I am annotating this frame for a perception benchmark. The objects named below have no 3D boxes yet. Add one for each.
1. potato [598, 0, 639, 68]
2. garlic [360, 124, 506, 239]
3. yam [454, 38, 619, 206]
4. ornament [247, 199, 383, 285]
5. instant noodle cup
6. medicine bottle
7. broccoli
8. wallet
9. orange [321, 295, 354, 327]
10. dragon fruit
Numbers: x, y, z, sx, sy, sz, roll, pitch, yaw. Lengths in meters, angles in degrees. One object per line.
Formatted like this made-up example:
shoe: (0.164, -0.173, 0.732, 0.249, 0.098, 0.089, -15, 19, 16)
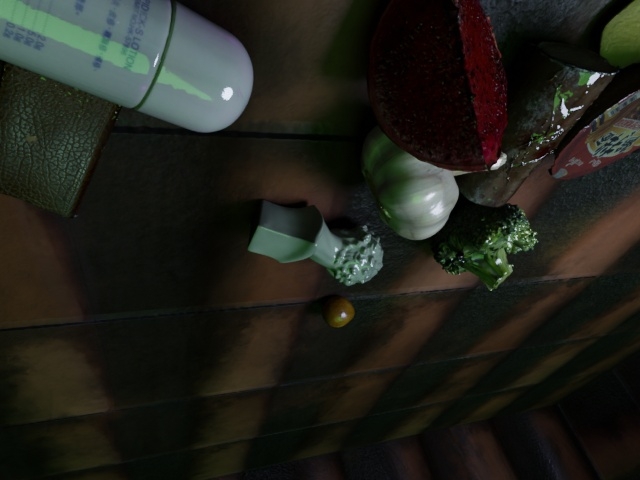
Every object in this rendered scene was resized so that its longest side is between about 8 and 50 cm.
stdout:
potato: (0.474, -0.315, 0.686, 0.103, 0.096, 0.066, -29, -176, 29)
garlic: (0.185, -0.112, 0.711, 0.226, 0.199, 0.199, -18, 143, 3)
yam: (0.336, -0.188, 0.743, 0.131, 0.131, 0.279, -1, 142, -21)
ornament: (0.001, 0.007, 0.843, 0.285, 0.130, 0.120, 15, 136, -35)
instant noodle cup: (0.502, -0.222, 0.772, 0.274, 0.090, 0.274, -20, 156, -9)
medicine bottle: (-0.228, -0.218, 0.466, 0.341, 0.130, 0.130, 15, 132, -36)
broccoli: (0.335, 0.010, 0.950, 0.198, 0.176, 0.226, -4, 125, -31)
wallet: (-0.358, -0.136, 0.594, 0.133, 0.039, 0.243, 19, 130, -31)
orange: (0.044, 0.179, 1.119, 0.085, 0.085, 0.085, -11, 142, -9)
dragon fruit: (0.154, -0.221, 0.592, 0.189, 0.163, 0.261, -12, 103, 11)
